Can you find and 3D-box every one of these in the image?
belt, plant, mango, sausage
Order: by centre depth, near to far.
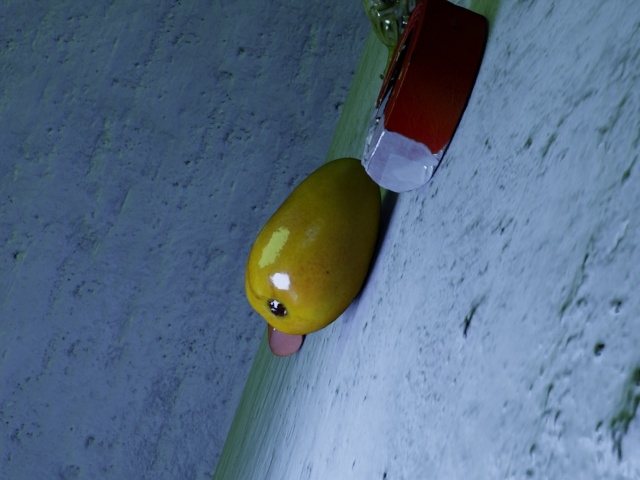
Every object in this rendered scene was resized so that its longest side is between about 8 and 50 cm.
[{"bbox_3d":[0.163,-0.241,1.189,0.227,0.115,0.324,133,156,-78],"label":"belt"},{"bbox_3d":[0.000,0.000,1.405,0.378,0.221,0.264,-63,-1,-20],"label":"mango"},{"bbox_3d":[0.223,-0.547,1.973,0.251,0.180,0.333,-87,-15,-50],"label":"plant"},{"bbox_3d":[-0.093,0.221,2.038,0.259,0.113,0.113,-90,21,-70],"label":"sausage"}]
